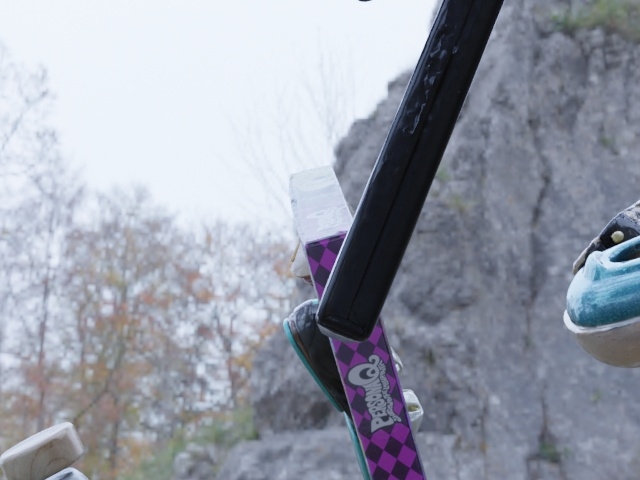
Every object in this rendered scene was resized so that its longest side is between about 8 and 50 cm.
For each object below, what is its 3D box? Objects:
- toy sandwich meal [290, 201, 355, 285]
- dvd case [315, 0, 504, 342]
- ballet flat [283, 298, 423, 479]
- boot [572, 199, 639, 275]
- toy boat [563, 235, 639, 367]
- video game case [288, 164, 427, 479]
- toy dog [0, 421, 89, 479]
[{"bbox_3d":[0.000,0.000,1.056,0.029,0.085,0.085,18,-34,-35],"label":"toy sandwich meal"},{"bbox_3d":[0.040,-0.041,0.510,0.022,0.180,0.253,22,-5,2],"label":"dvd case"},{"bbox_3d":[0.055,0.175,1.261,0.096,0.095,0.280,-24,-59,3],"label":"ballet flat"},{"bbox_3d":[0.434,0.110,1.446,0.284,0.377,0.138,41,-40,17],"label":"boot"},{"bbox_3d":[0.355,0.034,1.076,0.267,0.148,0.318,-22,8,9],"label":"toy boat"},{"bbox_3d":[0.029,0.076,0.861,0.042,0.210,0.232,-16,-75,1],"label":"video game case"},{"bbox_3d":[-0.338,0.309,1.130,0.334,0.220,0.161,-3,-18,-46],"label":"toy dog"}]
